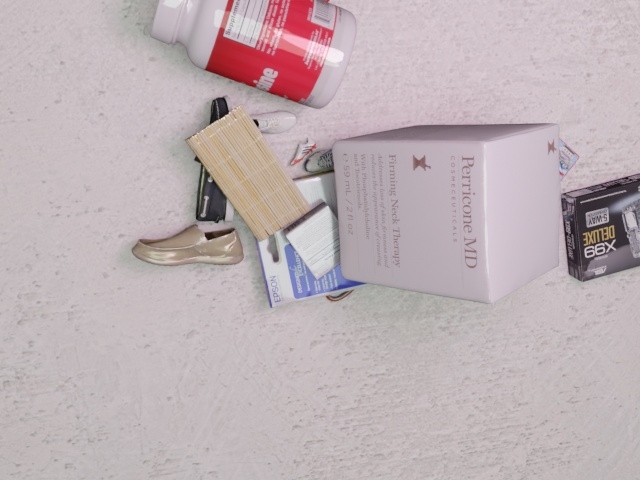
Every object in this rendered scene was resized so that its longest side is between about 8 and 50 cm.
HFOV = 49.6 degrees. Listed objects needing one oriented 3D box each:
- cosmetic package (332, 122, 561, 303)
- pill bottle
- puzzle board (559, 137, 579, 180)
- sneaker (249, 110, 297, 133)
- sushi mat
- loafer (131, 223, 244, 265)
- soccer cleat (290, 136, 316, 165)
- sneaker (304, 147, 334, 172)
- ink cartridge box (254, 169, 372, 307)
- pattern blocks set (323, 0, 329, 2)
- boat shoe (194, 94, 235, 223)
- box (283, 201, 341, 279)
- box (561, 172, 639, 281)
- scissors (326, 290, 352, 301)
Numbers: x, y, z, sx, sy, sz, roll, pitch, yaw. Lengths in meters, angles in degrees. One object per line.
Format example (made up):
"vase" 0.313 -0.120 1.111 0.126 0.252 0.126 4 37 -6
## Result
"cosmetic package" 0.283 -0.082 1.545 0.327 0.393 0.330 -18 108 -44
"pill bottle" -0.146 -0.455 1.504 0.407 0.229 0.229 17 101 -15
"puzzle board" 0.617 -0.222 1.835 0.128 0.011 0.096 36 95 -18
"sneaker" -0.128 -0.277 1.643 0.152 0.061 0.054 -8 104 -11
"sushi mat" -0.159 -0.147 1.593 0.151 0.019 0.317 -35 119 -1
"loafer" -0.316 0.007 1.665 0.268 0.102 0.092 0 103 -21
"soccer cleat" -0.047 -0.217 1.694 0.083 0.029 0.036 -42 100 -2
"sneaker" 0.024 -0.203 1.695 0.135 0.058 0.052 -24 108 -4
"ink cartridge box" -0.008 -0.012 1.728 0.307 0.072 0.304 -11 103 -5
"pattern blocks set" -0.049 -0.706 1.480 0.325 0.026 0.285 41 126 3
"boat shoe" -0.249 -0.185 1.615 0.091 0.114 0.303 -3 104 -17
"box" 0.000 0.000 1.660 0.126 0.072 0.137 -35 104 -1
"box" 0.821 -0.044 1.889 0.307 0.076 0.243 -14 107 -8
"scissors" 0.120 0.042 1.802 0.297 0.021 0.109 -37 106 -1
